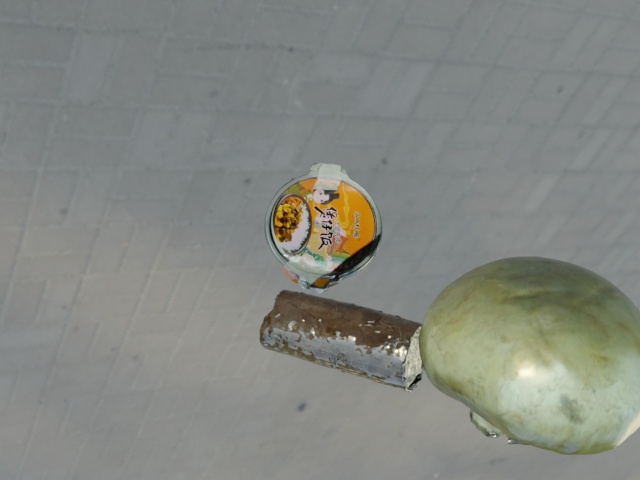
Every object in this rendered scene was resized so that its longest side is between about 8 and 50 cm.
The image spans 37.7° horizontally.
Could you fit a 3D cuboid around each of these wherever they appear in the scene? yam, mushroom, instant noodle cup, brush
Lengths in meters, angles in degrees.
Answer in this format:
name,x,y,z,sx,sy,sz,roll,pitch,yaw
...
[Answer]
name,x,y,z,sx,sy,sz,roll,pitch,yaw
yam,0.044,0.164,1.595,0.131,0.280,0.131,15,90,-74
mushroom,0.319,0.173,1.377,0.352,0.352,0.260,-6,119,-30
instant noodle cup,0.000,0.000,1.461,0.178,0.208,0.125,22,157,4
brush,0.152,0.221,1.480,0.024,0.008,0.083,-37,175,11
